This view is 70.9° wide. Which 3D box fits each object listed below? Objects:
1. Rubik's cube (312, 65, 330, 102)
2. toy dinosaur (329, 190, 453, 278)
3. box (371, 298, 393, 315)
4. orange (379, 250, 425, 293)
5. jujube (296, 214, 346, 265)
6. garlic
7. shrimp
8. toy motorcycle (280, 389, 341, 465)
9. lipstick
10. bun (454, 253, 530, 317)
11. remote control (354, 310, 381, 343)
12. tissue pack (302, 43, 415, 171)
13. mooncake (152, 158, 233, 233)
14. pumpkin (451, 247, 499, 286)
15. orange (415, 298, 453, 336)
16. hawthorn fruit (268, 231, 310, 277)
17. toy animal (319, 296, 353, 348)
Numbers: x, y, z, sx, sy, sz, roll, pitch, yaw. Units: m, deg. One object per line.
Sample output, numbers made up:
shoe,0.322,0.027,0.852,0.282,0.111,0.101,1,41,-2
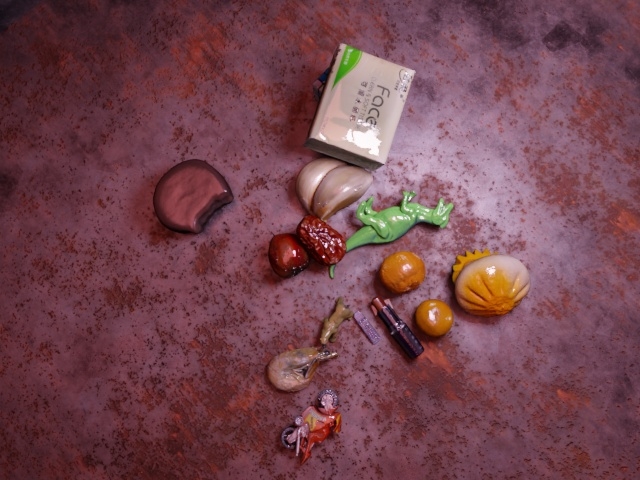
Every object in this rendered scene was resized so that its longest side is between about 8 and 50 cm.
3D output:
Rubik's cube,0.071,-0.664,1.993,0.151,0.154,0.155,-44,82,-3
toy dinosaur,0.297,0.001,1.924,0.375,0.144,0.499,24,98,6
box,0.263,0.285,1.918,0.083,0.012,0.046,-22,83,-2
orange,0.335,0.128,1.856,0.194,0.193,0.161,-27,56,-1
jujube,0.000,0.000,1.845,0.230,0.155,0.155,41,85,-13
garlic,0.051,-0.227,1.924,0.313,0.286,0.249,-45,127,2
shrimp,-0.070,0.533,1.875,0.318,0.077,0.168,-14,91,5
toy motorcycle,-0.021,0.754,1.826,0.298,0.089,0.171,-45,83,-3
lipstick,0.315,0.358,1.869,0.081,0.081,0.299,-38,84,-3
bun,0.686,0.204,1.770,0.299,0.298,0.164,-7,41,2
remote control,0.196,0.365,1.904,0.044,0.027,0.152,-35,83,-8
tissue pack,0.152,-0.527,1.809,0.332,0.205,0.404,18,88,-8
mooncake,-0.541,-0.186,1.947,0.334,0.174,0.325,9,86,1
pumpkin,0.651,0.128,1.893,0.254,0.149,0.130,-4,41,-5
orange,0.466,0.319,1.849,0.156,0.124,0.156,1,65,-3
hawthorn fruit,-0.153,0.046,1.901,0.181,0.181,0.235,-38,71,-3
toy animal,0.058,0.344,1.876,0.103,0.101,0.218,36,85,6
